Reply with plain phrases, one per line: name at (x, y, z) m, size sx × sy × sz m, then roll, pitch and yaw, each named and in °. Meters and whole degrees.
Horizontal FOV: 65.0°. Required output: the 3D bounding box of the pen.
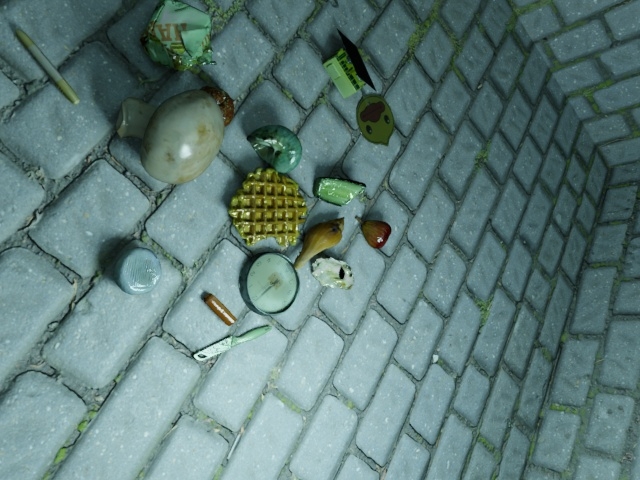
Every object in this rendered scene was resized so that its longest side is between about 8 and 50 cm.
pen at (-0.751, -0.475, 1.386) m, size 0.032 × 0.040 × 0.233 m, roll -45°, pitch 106°, yaw -33°

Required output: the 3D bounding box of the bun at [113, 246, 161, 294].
bun at (-0.530, 0.088, 1.447) m, size 0.141 × 0.083 × 0.140 m, roll 1°, pitch 89°, yaw -45°

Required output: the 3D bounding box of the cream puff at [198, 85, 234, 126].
cream puff at (-0.348, -0.442, 1.654) m, size 0.149 × 0.084 × 0.149 m, roll 7°, pitch 78°, yaw -38°

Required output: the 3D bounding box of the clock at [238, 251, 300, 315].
clock at (-0.170, 0.148, 1.731) m, size 0.226 × 0.049 × 0.226 m, roll 7°, pitch 79°, yaw -37°

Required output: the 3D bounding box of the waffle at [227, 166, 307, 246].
waffle at (-0.176, -0.101, 1.736) m, size 0.301 × 0.058 × 0.281 m, roll 26°, pitch 79°, yaw -35°

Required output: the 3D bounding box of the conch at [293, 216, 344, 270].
conch at (0.003, -0.002, 1.838) m, size 0.109 × 0.093 × 0.330 m, roll 53°, pitch 45°, yaw -8°

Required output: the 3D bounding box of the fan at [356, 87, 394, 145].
fan at (0.219, -0.555, 2.145) m, size 0.229 × 0.011 × 0.335 m, roll -36°, pitch 107°, yaw -35°

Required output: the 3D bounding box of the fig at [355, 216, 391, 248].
fig at (0.222, -0.047, 2.017) m, size 0.119 × 0.119 × 0.153 m, roll -29°, pitch 94°, yaw -36°

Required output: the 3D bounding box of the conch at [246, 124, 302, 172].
conch at (-0.149, -0.320, 1.757) m, size 0.122 × 0.176 × 0.188 m, roll -75°, pitch 150°, yaw -45°

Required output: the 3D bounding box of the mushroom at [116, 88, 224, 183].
mushroom at (-0.437, -0.327, 1.471) m, size 0.290 × 0.297 × 0.297 m, roll 31°, pitch 64°, yaw -4°

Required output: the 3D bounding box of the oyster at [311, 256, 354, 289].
oyster at (0.055, 0.113, 1.885) m, size 0.209 × 0.133 × 0.072 m, roll 17°, pitch 29°, yaw -21°

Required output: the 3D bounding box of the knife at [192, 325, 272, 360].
knife at (-0.282, 0.328, 1.640) m, size 0.293 × 0.020 × 0.043 m, roll -19°, pitch 97°, yaw -36°

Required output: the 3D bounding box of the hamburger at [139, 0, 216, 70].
hamburger at (-0.437, -0.630, 1.590) m, size 0.235 × 0.125 × 0.214 m, roll 24°, pitch 76°, yaw -29°

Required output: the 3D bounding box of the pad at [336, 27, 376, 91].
pad at (0.145, -0.724, 2.024) m, size 0.159 × 0.009 × 0.265 m, roll 16°, pitch 49°, yaw -53°

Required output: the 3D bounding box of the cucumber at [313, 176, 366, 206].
cucumber at (0.065, -0.199, 1.938) m, size 0.193 × 0.115 × 0.085 m, roll 6°, pitch 37°, yaw -32°

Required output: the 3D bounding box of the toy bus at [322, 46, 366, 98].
toy bus at (0.093, -0.670, 2.015) m, size 0.175 × 0.088 × 0.101 m, roll 54°, pitch 55°, yaw -18°

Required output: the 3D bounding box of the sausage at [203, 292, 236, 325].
sausage at (-0.323, 0.221, 1.609) m, size 0.039 × 0.041 × 0.131 m, roll -44°, pitch 111°, yaw -9°
